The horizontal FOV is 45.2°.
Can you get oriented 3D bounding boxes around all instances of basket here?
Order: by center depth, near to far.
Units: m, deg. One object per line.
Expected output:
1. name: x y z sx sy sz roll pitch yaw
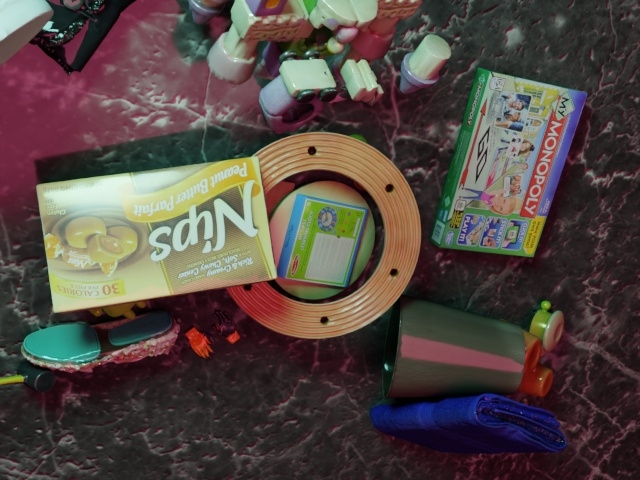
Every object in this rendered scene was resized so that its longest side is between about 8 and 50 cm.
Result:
1. basket: 0.237 0.199 1.371 0.226 0.154 0.205 6 119 -2

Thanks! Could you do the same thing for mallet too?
1. mallet: -0.497 0.210 1.146 0.189 0.062 0.039 1 100 -41

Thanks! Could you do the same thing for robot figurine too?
1. robot figurine: -0.322 0.071 1.185 0.101 0.067 0.115 -47 119 -19

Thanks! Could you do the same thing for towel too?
1. towel: 0.264 0.333 1.418 0.227 0.308 0.076 25 64 -26

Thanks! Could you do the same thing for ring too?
1. ring: -0.005 -0.006 1.239 0.336 0.032 0.337 -1 100 -7

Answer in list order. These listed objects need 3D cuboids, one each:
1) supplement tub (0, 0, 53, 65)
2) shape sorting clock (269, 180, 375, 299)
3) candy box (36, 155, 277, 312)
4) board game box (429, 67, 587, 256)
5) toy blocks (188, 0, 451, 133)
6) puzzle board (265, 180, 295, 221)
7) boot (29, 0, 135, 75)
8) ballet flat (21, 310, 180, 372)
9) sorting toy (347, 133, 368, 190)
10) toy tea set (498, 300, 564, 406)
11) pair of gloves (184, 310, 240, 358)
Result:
1. supplement tub: -0.484 -0.323 0.834 0.241 0.241 0.331 -40 108 -3
2. shape sorting clock: 0.000 0.000 1.301 0.206 0.040 0.206 -10 111 -28
3. candy box: -0.233 -0.008 1.120 0.316 0.087 0.183 -8 87 -11
4. board game box: 0.335 -0.131 1.382 0.213 0.046 0.318 6 108 -23
5. toy blocks: -0.020 -0.253 1.067 0.288 0.309 0.260 -10 156 -32
6. puzzle board: -0.104 -0.043 1.260 0.096 0.011 0.128 10 107 -26
7. boot: -0.344 -0.361 0.985 0.207 0.094 0.246 -47 126 -3
8. ballet flat: -0.341 0.172 1.215 0.240 0.091 0.077 -7 135 -15
9. sorting toy: 0.076 -0.129 1.280 0.061 0.042 0.102 -32 119 -7
10. toy tea set: 0.380 0.284 1.552 0.200 0.124 0.336 -14 116 -49
11. pair of gloves: -0.182 0.162 1.311 0.083 0.010 0.074 -33 119 -7
